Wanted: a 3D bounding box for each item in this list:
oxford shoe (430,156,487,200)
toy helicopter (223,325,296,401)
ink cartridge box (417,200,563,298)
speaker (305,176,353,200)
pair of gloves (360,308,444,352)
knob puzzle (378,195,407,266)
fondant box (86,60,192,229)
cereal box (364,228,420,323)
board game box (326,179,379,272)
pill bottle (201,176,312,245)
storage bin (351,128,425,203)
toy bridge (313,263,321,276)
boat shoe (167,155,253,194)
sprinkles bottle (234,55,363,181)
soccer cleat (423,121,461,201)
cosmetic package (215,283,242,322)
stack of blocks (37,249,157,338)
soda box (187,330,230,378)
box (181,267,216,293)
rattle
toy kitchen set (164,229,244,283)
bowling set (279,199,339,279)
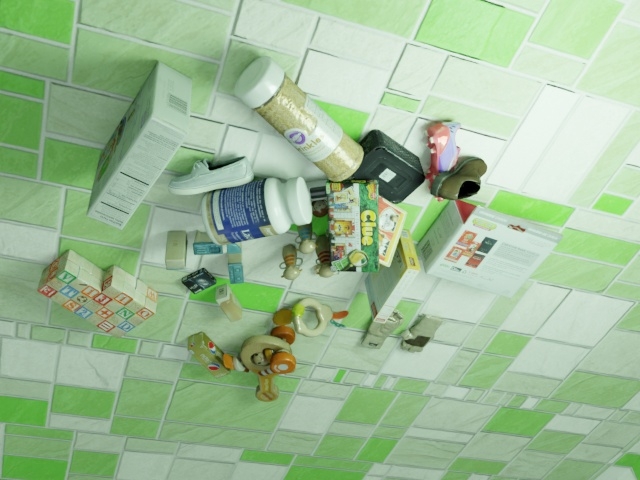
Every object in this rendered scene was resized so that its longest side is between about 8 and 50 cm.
[{"bbox_3d":[0.385,-0.151,1.802,0.096,0.227,0.082,28,131,30],"label":"oxford shoe"},{"bbox_3d":[-0.201,0.439,2.320,0.235,0.140,0.355,-1,135,-3],"label":"toy helicopter"},{"bbox_3d":[0.489,0.003,1.997,0.310,0.130,0.271,17,127,-21],"label":"ink cartridge box"},{"bbox_3d":[0.026,-0.140,1.865,0.136,0.055,0.055,-7,133,1],"label":"speaker"},{"bbox_3d":[0.273,0.299,2.305,0.240,0.042,0.204,8,134,-11],"label":"pair of gloves"},{"bbox_3d":[0.143,-0.042,1.893,0.213,0.213,0.030,23,167,-24],"label":"knob puzzle"},{"bbox_3d":[-0.423,-0.221,1.615,0.096,0.238,0.330,26,125,-28],"label":"fondant box"},{"bbox_3d":[0.208,0.104,2.030,0.048,0.173,0.240,12,131,-18],"label":"cereal box"},{"bbox_3d":[0.088,-0.036,1.822,0.136,0.030,0.259,0,115,8],"label":"board game box"},{"bbox_3d":[-0.164,-0.082,1.808,0.265,0.153,0.153,-11,133,15],"label":"pill bottle"},{"bbox_3d":[0.173,-0.192,1.814,0.180,0.084,0.122,29,124,-29],"label":"storage bin"},{"bbox_3d":[0.063,0.053,2.065,0.188,0.026,0.063,-23,128,14],"label":"toy bridge"},{"bbox_3d":[-0.290,-0.176,1.791,0.228,0.079,0.081,-10,115,3],"label":"boat shoe"},{"bbox_3d":[-0.045,-0.289,1.675,0.121,0.121,0.355,-35,127,23],"label":"sprinkles bottle"},{"bbox_3d":[0.331,-0.205,1.827,0.095,0.083,0.248,-17,132,-4],"label":"soccer cleat"},{"bbox_3d":[-0.283,0.194,2.133,0.041,0.060,0.115,-18,133,9],"label":"cosmetic package"},{"bbox_3d":[-0.652,0.152,2.034,0.171,0.087,0.297,-33,127,22],"label":"stack of blocks"},{"bbox_3d":[-0.369,0.383,2.295,0.058,0.061,0.181,-22,131,13],"label":"soda box"},{"bbox_3d":[-0.368,0.123,2.086,0.083,0.018,0.067,-25,130,16],"label":"box"},{"bbox_3d":[-0.028,0.258,2.217,0.200,0.130,0.143,-3,151,-41],"label":"rattle"},{"bbox_3d":[-0.327,0.069,1.970,0.207,0.122,0.166,-2,133,-4],"label":"toy kitchen set"},{"bbox_3d":[0.000,0.000,1.922,0.287,0.154,0.199,-15,132,7],"label":"bowling set"}]
